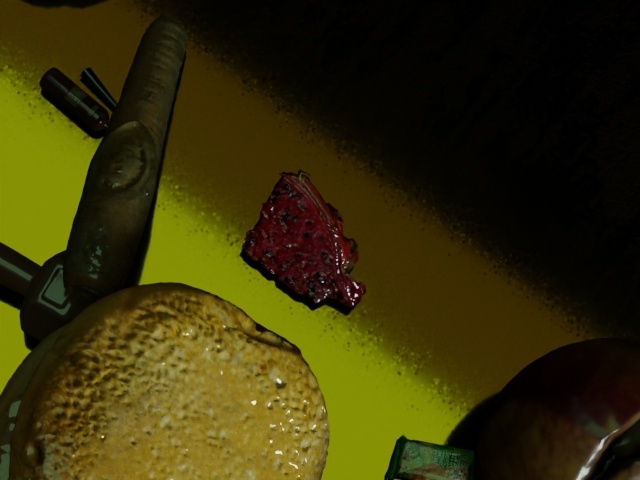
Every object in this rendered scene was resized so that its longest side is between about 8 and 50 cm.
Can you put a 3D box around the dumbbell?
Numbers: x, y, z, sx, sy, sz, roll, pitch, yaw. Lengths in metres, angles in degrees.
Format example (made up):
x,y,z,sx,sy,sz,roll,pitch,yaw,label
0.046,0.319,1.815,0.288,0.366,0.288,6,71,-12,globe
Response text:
x,y,z,sx,sy,sz,roll,pitch,yaw,label
-0.312,0.011,1.613,0.231,0.082,0.092,29,73,2,dumbbell

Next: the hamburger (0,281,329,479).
x,y,z,sx,sy,sz,roll,pitch,yaw,label
-0.144,0.199,1.512,0.290,0.170,0.314,42,58,-13,hamburger

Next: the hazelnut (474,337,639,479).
x,y,z,sx,sy,sz,roll,pitch,yaw,label
0.257,0.214,1.579,0.217,0.217,0.251,-25,89,-12,hazelnut

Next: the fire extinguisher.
x,y,z,sx,sy,sz,roll,pitch,yaw,label
-0.220,-0.134,1.694,0.100,0.032,0.046,39,41,4,fire extinguisher

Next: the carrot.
x,y,z,sx,sy,sz,roll,pitch,yaw,label
-0.173,-0.093,1.625,0.070,0.070,0.342,14,56,-3,carrot

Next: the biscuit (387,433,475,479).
x,y,z,sx,sy,sz,roll,pitch,yaw,label
0.109,0.210,1.645,0.089,0.016,0.046,12,75,-4,biscuit

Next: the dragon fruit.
x,y,z,sx,sy,sz,roll,pitch,yaw,label
0.000,-0.001,1.678,0.131,0.063,0.097,37,107,4,dragon fruit
